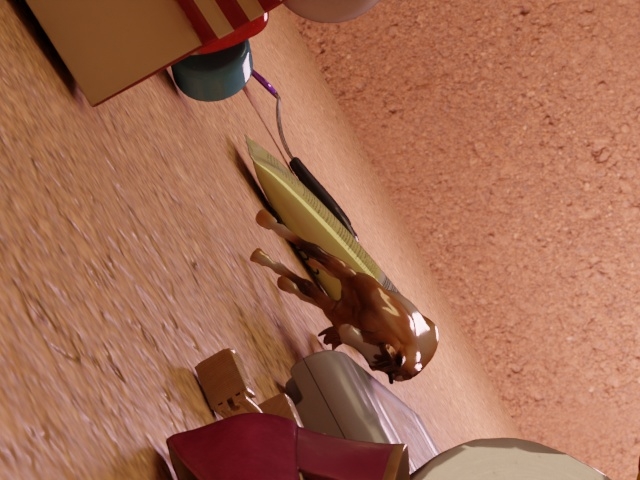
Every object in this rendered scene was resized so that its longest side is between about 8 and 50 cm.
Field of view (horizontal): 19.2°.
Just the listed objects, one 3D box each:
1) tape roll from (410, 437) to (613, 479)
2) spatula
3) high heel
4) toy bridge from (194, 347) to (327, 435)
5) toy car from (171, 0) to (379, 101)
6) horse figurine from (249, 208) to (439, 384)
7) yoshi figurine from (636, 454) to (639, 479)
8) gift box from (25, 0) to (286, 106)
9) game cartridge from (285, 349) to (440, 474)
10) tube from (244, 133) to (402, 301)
[{"bbox_3d":[0.100,0.208,0.919,0.219,0.072,0.219,21,47,-25],"label":"tape roll"},{"bbox_3d":[-0.035,-0.117,2.211,0.296,0.030,0.084,60,3,11],"label":"spatula"},{"bbox_3d":[-0.040,0.145,0.789,0.244,0.117,0.082,-66,156,-58],"label":"high heel"},{"bbox_3d":[-0.019,0.123,1.126,0.063,0.026,0.188,65,8,29],"label":"toy bridge"},{"bbox_3d":[-0.022,-0.257,1.613,0.219,0.238,0.210,82,7,-53],"label":"toy car"},{"bbox_3d":[0.032,0.060,1.502,0.174,0.066,0.263,36,-4,18],"label":"horse figurine"},{"bbox_3d":[0.204,0.300,1.255,0.204,0.203,0.362,11,-65,48],"label":"yoshi figurine"},{"bbox_3d":[-0.112,-0.270,1.208,0.258,0.255,0.276,59,-1,-22],"label":"gift box"},{"bbox_3d":[0.070,0.199,1.397,0.198,0.062,0.297,57,4,21],"label":"game cartridge"},{"bbox_3d":[0.000,0.000,1.826,0.070,0.062,0.240,-16,-63,50],"label":"tube"}]
